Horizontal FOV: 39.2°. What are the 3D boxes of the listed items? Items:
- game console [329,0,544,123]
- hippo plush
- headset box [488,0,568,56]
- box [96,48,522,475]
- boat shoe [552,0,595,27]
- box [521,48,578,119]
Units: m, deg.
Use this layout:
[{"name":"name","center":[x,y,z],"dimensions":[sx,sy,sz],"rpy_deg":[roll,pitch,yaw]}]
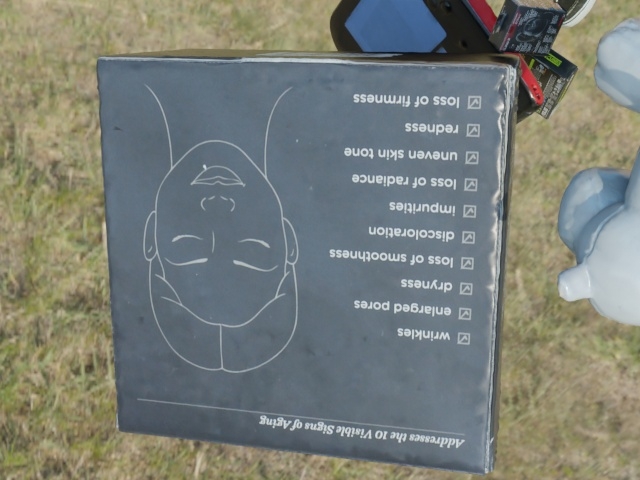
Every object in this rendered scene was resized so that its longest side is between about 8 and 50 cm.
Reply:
[{"name":"game console","center":[0.165,-0.292,1.447],"dimensions":[0.060,0.386,0.342],"rpy_deg":[-30,88,-20]},{"name":"hippo plush","center":[0.339,-0.031,0.795],"dimensions":[0.234,0.237,0.294],"rpy_deg":[9,33,-14]},{"name":"headset box","center":[0.249,-0.262,1.096],"dimensions":[0.083,0.062,0.032],"rpy_deg":[0,40,-24]},{"name":"box","center":[0.000,0.000,1.147],"dimensions":[0.480,0.472,0.297],"rpy_deg":[4,14,13]},{"name":"boat shoe","center":[0.445,-0.472,1.539],"dimensions":[0.070,0.219,0.078],"rpy_deg":[-11,40,-44]},{"name":"box","center":[0.411,-0.343,1.803],"dimensions":[0.184,0.191,0.045],"rpy_deg":[40,79,13]}]
